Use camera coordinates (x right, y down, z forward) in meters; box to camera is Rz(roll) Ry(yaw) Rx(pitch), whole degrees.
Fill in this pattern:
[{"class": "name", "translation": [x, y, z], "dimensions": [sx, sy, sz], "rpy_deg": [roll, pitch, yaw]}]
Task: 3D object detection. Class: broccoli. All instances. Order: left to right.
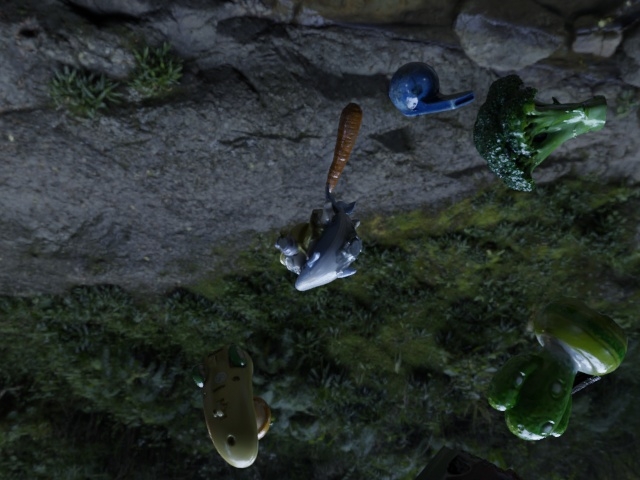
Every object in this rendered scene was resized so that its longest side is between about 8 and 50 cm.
[{"class": "broccoli", "translation": [0.481, -0.258, 0.963], "dimensions": [0.269, 0.269, 0.254], "rpy_deg": [2, 138, 31]}]

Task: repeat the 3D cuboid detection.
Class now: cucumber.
[{"class": "cucumber", "translation": [0.611, 0.340, 1.030], "dimensions": [0.135, 0.033, 0.034], "rpy_deg": [-39, -176, 20]}]

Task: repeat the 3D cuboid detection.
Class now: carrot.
[{"class": "carrot", "translation": [0.046, -0.195, 0.949], "dimensions": [0.048, 0.216, 0.048], "rpy_deg": [14, -158, -6]}]

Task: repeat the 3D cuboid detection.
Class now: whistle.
[{"class": "whistle", "translation": [0.166, -0.250, 0.699], "dimensions": [0.090, 0.090, 0.158], "rpy_deg": [11, 180, -33]}]

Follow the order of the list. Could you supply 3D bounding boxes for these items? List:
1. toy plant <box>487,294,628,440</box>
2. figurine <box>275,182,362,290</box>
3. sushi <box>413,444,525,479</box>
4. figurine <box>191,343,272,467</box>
[{"class": "toy plant", "translation": [0.515, 0.296, 0.957], "dimensions": [0.224, 0.316, 0.184], "rpy_deg": [47, 170, -17]}, {"class": "figurine", "translation": [0.000, 0.000, 0.836], "dimensions": [0.184, 0.208, 0.128], "rpy_deg": [14, 169, 43]}, {"class": "sushi", "translation": [0.272, 0.443, 0.659], "dimensions": [0.227, 0.215, 0.212], "rpy_deg": [45, 160, 16]}, {"class": "figurine", "translation": [-0.200, 0.397, 1.042], "dimensions": [0.124, 0.222, 0.324], "rpy_deg": [-27, -144, -2]}]
